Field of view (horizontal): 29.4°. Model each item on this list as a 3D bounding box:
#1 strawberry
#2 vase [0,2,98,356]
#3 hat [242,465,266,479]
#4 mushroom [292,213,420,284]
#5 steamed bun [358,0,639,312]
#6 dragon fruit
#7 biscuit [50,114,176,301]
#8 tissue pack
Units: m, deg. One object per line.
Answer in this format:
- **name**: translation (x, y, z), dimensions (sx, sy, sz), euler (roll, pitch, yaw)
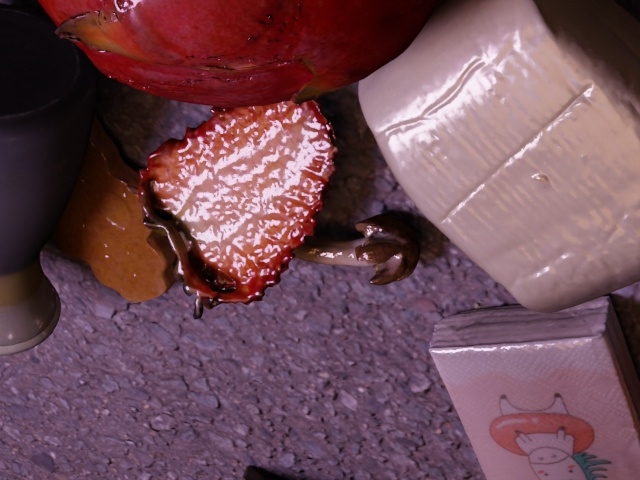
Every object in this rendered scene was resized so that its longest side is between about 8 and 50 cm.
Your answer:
- **strawberry**: translation (-0.055, -0.041, 1.067), dimensions (0.208, 0.087, 0.167), euler (-28, 94, 22)
- **vase**: translation (-0.289, -0.037, 1.094), dimensions (0.173, 0.173, 0.321), euler (20, 136, 8)
- **hat**: translation (-0.022, 0.352, 1.362), dimensions (0.166, 0.144, 0.173), euler (12, 109, 18)
- **mushroom**: translation (0.000, 0.000, 1.097), dimensions (0.187, 0.061, 0.060), euler (9, 102, 24)
- **steamed bun**: translation (0.169, -0.082, 0.883), dimensions (0.250, 0.155, 0.200), euler (48, 128, -9)
- **dragon fruit**: translation (-0.056, -0.228, 0.782), dimensions (0.301, 0.295, 0.295), euler (-3, 127, 43)
- **biscuit**: translation (-0.223, -0.041, 1.178), dimensions (0.144, 0.040, 0.236), euler (-15, 119, 41)
- **tissue pack**: translation (0.232, 0.199, 1.146), dimensions (0.170, 0.071, 0.325), euler (-8, 123, 28)
